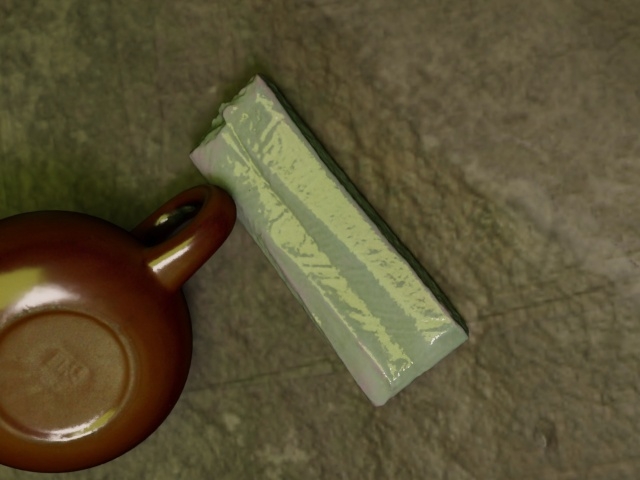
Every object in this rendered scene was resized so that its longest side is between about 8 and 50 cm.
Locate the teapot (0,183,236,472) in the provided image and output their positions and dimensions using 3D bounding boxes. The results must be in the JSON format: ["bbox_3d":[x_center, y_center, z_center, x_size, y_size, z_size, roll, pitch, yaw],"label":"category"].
[{"bbox_3d":[-0.159,0.043,1.094,0.252,0.135,0.178,-39,120,5],"label":"teapot"}]

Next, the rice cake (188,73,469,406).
[{"bbox_3d":[0.000,-0.001,1.094,0.080,0.042,0.222,-40,83,15],"label":"rice cake"}]
